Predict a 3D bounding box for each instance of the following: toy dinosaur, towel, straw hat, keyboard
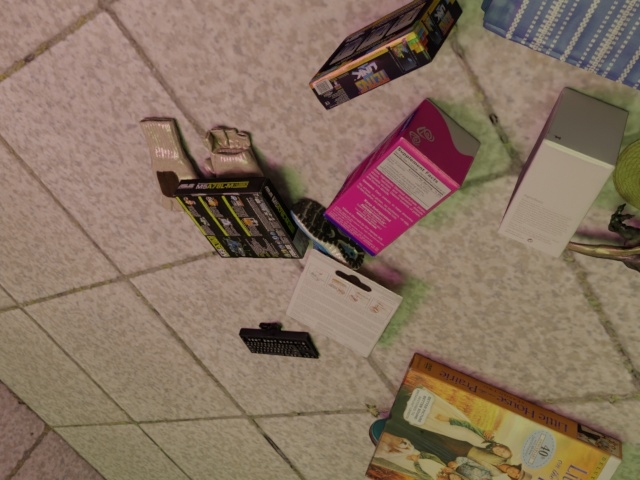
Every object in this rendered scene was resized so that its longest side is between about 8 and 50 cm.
[{"bbox_3d":[0.447,0.011,1.018,0.268,0.064,0.118,16,159,19],"label":"toy dinosaur"},{"bbox_3d":[0.372,-0.288,0.813,0.336,0.040,0.243,25,136,6],"label":"towel"},{"bbox_3d":[0.455,-0.064,0.952,0.145,0.061,0.144,17,137,16],"label":"straw hat"},{"bbox_3d":[-0.098,0.220,1.590,0.180,0.023,0.108,-1,129,31],"label":"keyboard"}]

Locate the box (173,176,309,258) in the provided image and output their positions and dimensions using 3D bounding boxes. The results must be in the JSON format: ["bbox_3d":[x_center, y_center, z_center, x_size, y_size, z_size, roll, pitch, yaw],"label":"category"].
[{"bbox_3d":[-0.139,-0.037,1.307,0.184,0.045,0.190,2,143,29],"label":"box"}]

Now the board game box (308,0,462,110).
[{"bbox_3d":[0.084,-0.247,0.937,0.170,0.141,0.048,-17,118,41],"label":"board game box"}]

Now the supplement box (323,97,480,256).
[{"bbox_3d":[0.118,-0.089,1.093,0.114,0.111,0.220,40,137,-8],"label":"supplement box"}]

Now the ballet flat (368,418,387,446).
[{"bbox_3d":[0.236,0.476,1.588,0.281,0.095,0.096,19,146,15],"label":"ballet flat"}]

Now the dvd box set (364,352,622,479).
[{"bbox_3d":[0.327,0.436,1.443,0.421,0.062,0.307,23,118,10],"label":"dvd box set"}]

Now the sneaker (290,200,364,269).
[{"bbox_3d":[0.000,0.000,1.289,0.162,0.063,0.073,47,141,-15],"label":"sneaker"}]

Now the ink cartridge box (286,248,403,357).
[{"bbox_3d":[0.048,0.109,1.365,0.189,0.066,0.232,28,138,5],"label":"ink cartridge box"}]

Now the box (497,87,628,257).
[{"bbox_3d":[0.317,-0.087,0.960,0.091,0.130,0.170,25,139,9],"label":"box"}]

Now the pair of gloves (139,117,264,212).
[{"bbox_3d":[-0.208,-0.119,1.314,0.240,0.042,0.204,11,135,21],"label":"pair of gloves"}]
